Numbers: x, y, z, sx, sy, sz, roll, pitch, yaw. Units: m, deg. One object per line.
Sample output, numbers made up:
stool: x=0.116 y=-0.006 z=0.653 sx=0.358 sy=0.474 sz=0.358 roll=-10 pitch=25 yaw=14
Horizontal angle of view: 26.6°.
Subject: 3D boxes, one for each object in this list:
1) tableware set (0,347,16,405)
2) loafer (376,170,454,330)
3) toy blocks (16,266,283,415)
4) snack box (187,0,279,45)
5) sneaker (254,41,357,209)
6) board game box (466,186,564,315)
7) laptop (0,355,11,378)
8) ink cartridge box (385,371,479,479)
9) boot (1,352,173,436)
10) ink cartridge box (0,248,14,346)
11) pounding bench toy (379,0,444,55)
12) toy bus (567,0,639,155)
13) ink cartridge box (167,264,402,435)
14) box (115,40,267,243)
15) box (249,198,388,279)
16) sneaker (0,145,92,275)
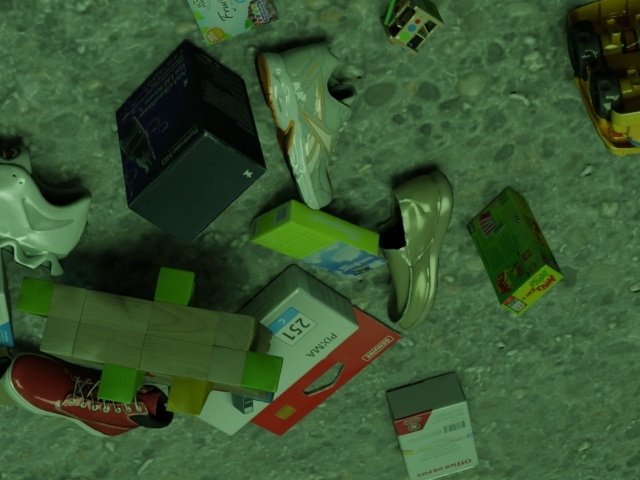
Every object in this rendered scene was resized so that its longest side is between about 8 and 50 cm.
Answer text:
tableware set: x=-0.532 y=0.207 z=2.057 sx=0.168 sy=0.020 sz=0.141 roll=-9 pitch=129 yaw=-5
loafer: x=0.128 y=0.015 z=2.018 sx=0.092 sy=0.102 sz=0.269 roll=1 pitch=120 yaw=-14
toy blocks: x=-0.217 y=0.154 z=1.950 sx=0.381 sy=0.191 sz=0.261 roll=9 pitch=169 yaw=10
snack box: x=-0.122 y=-0.324 z=1.697 sx=0.100 sy=0.037 sz=0.141 roll=-20 pitch=132 yaw=4
sneaker: x=0.000 y=-0.153 z=1.840 sx=0.121 sy=0.099 sz=0.262 roll=-19 pitch=133 yaw=-4
board game box: x=0.285 y=0.015 z=1.996 sx=0.043 sy=0.181 sz=0.092 roll=29 pitch=118 yaw=-33
laptop: x=-0.724 y=0.218 z=1.948 sx=0.407 sy=0.236 sz=0.382 roll=-15 pitch=158 yaw=-39
ink cartridge box: x=0.191 y=0.322 z=2.308 sx=0.127 sy=0.072 sz=0.175 roll=-16 pitch=132 yaw=-1
boot: x=-0.341 y=0.226 z=2.031 sx=0.176 sy=0.088 sz=0.244 roll=-11 pitch=148 yaw=39
ink cartridge box: x=-0.539 y=0.090 z=1.889 sx=0.203 sy=0.086 sz=0.148 roll=-6 pitch=148 yaw=-10
pounding bench toy: x=0.106 y=-0.292 z=1.774 sx=0.083 sy=0.052 sz=0.065 roll=27 pitch=119 yaw=-32
toy bus: x=0.423 y=-0.191 z=1.841 sx=0.149 sy=0.220 sz=0.211 roll=-9 pitch=138 yaw=-3
ink cartridge box: x=-0.051 y=0.203 z=2.149 sx=0.296 sy=0.066 sz=0.261 roll=-42 pitch=126 yaw=21
box: x=-0.170 y=-0.127 z=1.738 sx=0.108 sy=0.207 sz=0.153 roll=32 pitch=116 yaw=-34
box: x=0.000 y=0.000 z=1.973 sx=0.178 sy=0.042 sz=0.109 roll=22 pitch=152 yaw=-30
sneaker: x=-0.456 y=-0.079 z=1.781 sx=0.330 sy=0.122 sz=0.146 roll=22 pitch=107 yaw=-33
